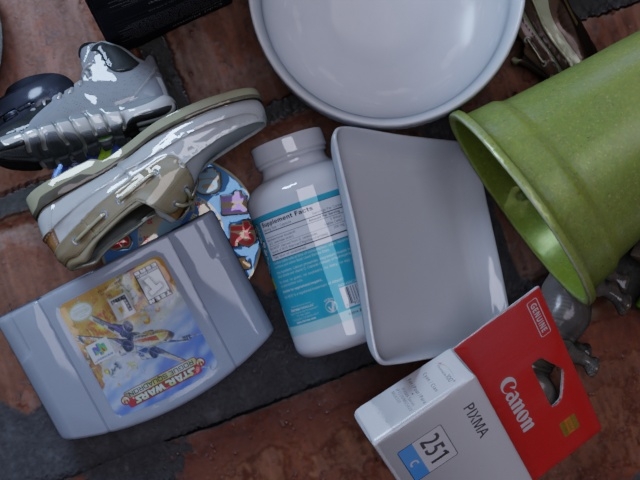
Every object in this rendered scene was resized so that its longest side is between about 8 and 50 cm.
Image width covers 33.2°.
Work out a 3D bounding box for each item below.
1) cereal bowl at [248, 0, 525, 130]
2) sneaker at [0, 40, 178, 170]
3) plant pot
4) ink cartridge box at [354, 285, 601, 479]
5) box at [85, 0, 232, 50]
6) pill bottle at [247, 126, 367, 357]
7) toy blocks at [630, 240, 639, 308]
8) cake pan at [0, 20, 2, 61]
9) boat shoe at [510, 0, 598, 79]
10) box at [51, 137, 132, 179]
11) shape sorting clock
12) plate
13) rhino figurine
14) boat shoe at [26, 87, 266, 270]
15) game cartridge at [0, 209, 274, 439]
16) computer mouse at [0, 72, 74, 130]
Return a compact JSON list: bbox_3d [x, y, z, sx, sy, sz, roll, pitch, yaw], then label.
[{"bbox_3d":[0.078,-0.298,1.332,0.339,0.141,0.339,0,87,-1],"label":"cereal bowl"},{"bbox_3d":[-0.295,-0.170,1.293,0.228,0.086,0.132,-15,71,-12],"label":"sneaker"},{"bbox_3d":[0.333,-0.108,1.257,0.254,0.276,0.276,-35,91,3],"label":"plant pot"},{"bbox_3d":[0.213,0.235,1.283,0.261,0.066,0.296,-34,127,-3],"label":"ink cartridge box"},{"bbox_3d":[-0.246,-0.428,1.229,0.179,0.312,0.343,-25,89,-5],"label":"box"},{"bbox_3d":[0.000,0.000,1.316,0.146,0.146,0.264,-19,89,-5],"label":"pill bottle"},{"bbox_3d":[0.552,-0.062,1.286,0.190,0.261,0.381,34,84,-21],"label":"toy blocks"},{"bbox_3d":[-0.541,-0.246,1.311,0.293,0.054,0.293,0,84,1],"label":"cake pan"},{"bbox_3d":[0.295,-0.250,1.393,0.095,0.095,0.257,-23,98,29],"label":"boat shoe"},{"bbox_3d":[-0.241,-0.102,1.332,0.178,0.042,0.109,14,77,5],"label":"box"},{"bbox_3d":[-0.176,-0.005,1.354,0.206,0.040,0.206,0,87,-5],"label":"shape sorting clock"},{"bbox_3d":[0.119,0.009,1.296,0.277,0.045,0.278,1,75,-46],"label":"plate"},{"bbox_3d":[0.304,0.130,1.374,0.106,0.073,0.243,28,87,-7],"label":"rhino figurine"},{"bbox_3d":[-0.187,-0.069,1.249,0.302,0.113,0.103,-29,79,6],"label":"boat shoe"},{"bbox_3d":[-0.219,0.115,1.318,0.297,0.062,0.198,-27,93,1],"label":"game cartridge"},{"bbox_3d":[-0.416,-0.142,1.339,0.242,0.041,0.071,-28,91,-5],"label":"computer mouse"}]
